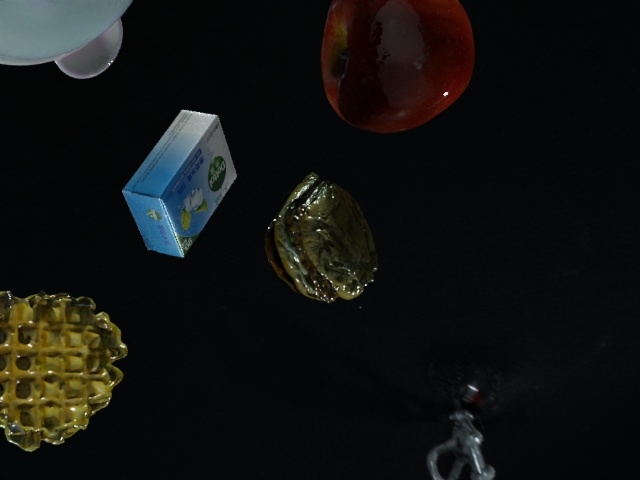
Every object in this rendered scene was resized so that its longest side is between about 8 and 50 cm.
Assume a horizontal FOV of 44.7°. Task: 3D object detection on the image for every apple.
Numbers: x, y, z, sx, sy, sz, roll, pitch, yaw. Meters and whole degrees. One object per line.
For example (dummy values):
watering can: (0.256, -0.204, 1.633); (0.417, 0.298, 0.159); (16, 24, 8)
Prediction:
apple: (0.120, -0.306, 1.256); (0.216, 0.260, 0.260); (-5, -96, -23)

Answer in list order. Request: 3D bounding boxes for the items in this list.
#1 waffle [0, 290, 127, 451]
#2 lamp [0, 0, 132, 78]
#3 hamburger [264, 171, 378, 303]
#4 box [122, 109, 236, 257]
waffle: (-0.444, 0.190, 1.239); (0.262, 0.060, 0.280); (52, -134, -17)
lamp: (-0.190, -0.199, 0.457); (0.108, 0.246, 0.179); (27, -83, 35)
hamburger: (0.000, 0.000, 1.185); (0.130, 0.206, 0.183); (-23, -76, 22)
box: (-0.218, -0.091, 1.234); (0.073, 0.139, 0.194); (11, -128, 20)
